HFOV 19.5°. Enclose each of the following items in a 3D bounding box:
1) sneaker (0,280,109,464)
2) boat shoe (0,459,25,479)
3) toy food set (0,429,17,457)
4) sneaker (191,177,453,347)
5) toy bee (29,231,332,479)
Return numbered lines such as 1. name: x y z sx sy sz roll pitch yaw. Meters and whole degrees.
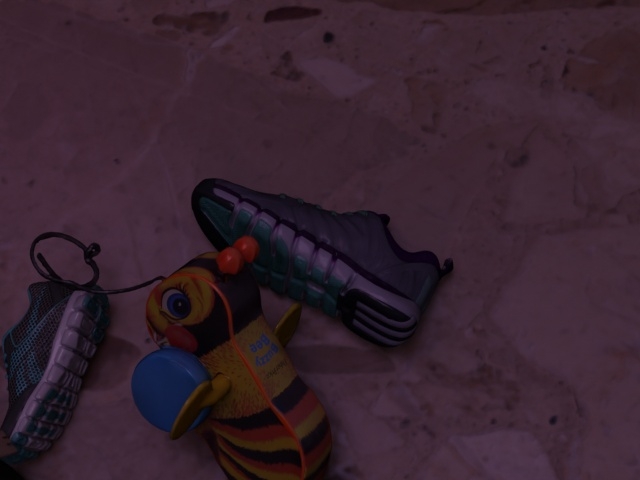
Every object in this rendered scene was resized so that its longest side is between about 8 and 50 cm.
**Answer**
1. sneaker: -0.242 0.108 1.581 0.076 0.065 0.166 17 74 25
2. boat shoe: -0.399 0.214 1.538 0.324 0.122 0.120 15 113 -3
3. toy food set: -0.348 0.136 1.546 0.132 0.038 0.192 -14 47 -33
4. sneaker: 0.000 0.000 1.587 0.224 0.083 0.098 33 56 9
5. toy bee: -0.087 0.082 1.492 0.298 0.162 0.195 36 37 -16
